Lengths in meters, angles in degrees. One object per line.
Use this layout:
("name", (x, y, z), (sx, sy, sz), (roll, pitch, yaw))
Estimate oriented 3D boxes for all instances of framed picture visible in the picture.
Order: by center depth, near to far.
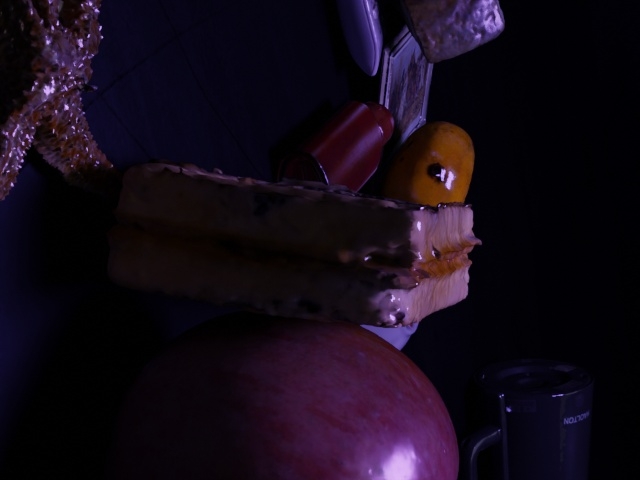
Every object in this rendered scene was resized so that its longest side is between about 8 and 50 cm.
("framed picture", (0.118, -0.206, 1.782), (0.274, 0.017, 0.217), (-55, 154, -55))

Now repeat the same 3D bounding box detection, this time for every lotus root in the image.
("lotus root", (0.141, -0.337, 1.666), (0.235, 0.119, 0.138), (-112, 175, -46))

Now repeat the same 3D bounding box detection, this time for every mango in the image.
("mango", (0.140, -0.083, 1.723), (0.262, 0.109, 0.157), (-48, 160, -87))

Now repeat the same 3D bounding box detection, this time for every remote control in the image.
("remote control", (0.028, -0.359, 1.587), (0.109, 0.055, 0.313), (-73, 151, -60))

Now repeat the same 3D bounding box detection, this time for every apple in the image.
("apple", (-0.045, 0.205, 1.098), (0.345, 0.269, 0.345), (-53, 171, -12))

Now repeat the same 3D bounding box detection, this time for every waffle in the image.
("waffle", (0.000, -0.001, 1.169), (0.376, 0.261, 0.114), (-2, 98, -75))

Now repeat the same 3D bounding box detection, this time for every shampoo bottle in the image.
("shampoo bottle", (0.024, -0.101, 1.545), (0.260, 0.064, 0.102), (-49, 134, -59))

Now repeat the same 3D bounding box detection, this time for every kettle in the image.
("kettle", (0.355, 0.383, 2.204), (0.262, 0.203, 0.308), (-31, 121, -68))

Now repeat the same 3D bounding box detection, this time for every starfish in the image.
("starfish", (-0.197, -0.164, 0.965), (0.301, 0.084, 0.294), (-13, 103, -64))

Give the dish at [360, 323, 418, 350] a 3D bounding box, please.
("dish", (0.086, 0.067, 1.679), (0.229, 0.081, 0.229), (0, 90, -68))
